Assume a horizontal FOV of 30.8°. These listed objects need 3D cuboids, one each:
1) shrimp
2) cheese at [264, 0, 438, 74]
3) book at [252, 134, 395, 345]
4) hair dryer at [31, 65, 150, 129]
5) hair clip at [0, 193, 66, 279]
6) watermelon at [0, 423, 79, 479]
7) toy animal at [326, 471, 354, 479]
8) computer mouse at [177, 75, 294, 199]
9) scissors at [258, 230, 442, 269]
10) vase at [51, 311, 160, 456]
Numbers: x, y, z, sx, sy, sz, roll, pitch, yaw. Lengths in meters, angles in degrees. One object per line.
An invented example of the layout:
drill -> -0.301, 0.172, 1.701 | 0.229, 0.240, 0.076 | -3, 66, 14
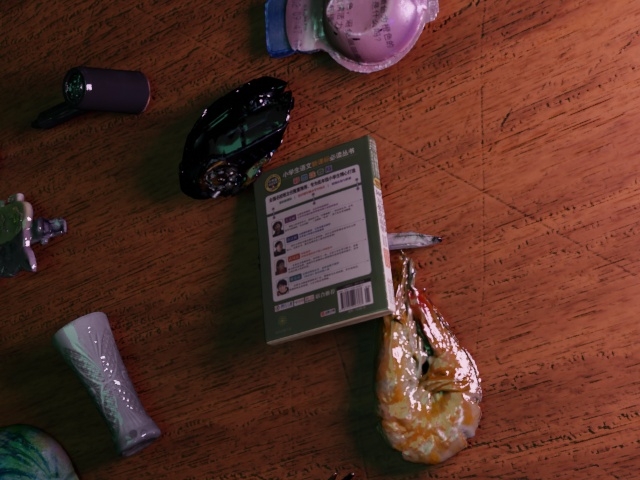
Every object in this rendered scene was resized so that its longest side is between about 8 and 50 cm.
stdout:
shrimp -> 0.136, 0.157, 1.581 | 0.154, 0.062, 0.294 | -10, 87, 17
cheese -> 0.038, -0.324, 1.640 | 0.286, 0.074, 0.188 | -7, 84, 33
book -> 0.000, 0.000, 1.639 | 0.202, 0.027, 0.264 | -18, 65, 27
hair dryer -> -0.403, -0.215, 1.868 | 0.255, 0.128, 0.069 | -16, 81, 39
hair clip -> -0.509, -0.006, 1.951 | 0.187, 0.056, 0.146 | -14, 74, 31
watermelon -> -0.507, 0.376, 1.882 | 0.231, 0.146, 0.128 | 10, 93, 32
toy animal -> 0.030, 0.480, 1.627 | 0.243, 0.087, 0.260 | 46, 108, 8
computer mouse -> -0.134, -0.151, 1.714 | 0.242, 0.078, 0.146 | -41, 58, 20
scissors -> 0.036, 0.006, 1.655 | 0.300, 0.022, 0.109 | -3, 85, 32
vase -> -0.332, 0.229, 1.823 | 0.096, 0.096, 0.219 | -37, 74, 23
